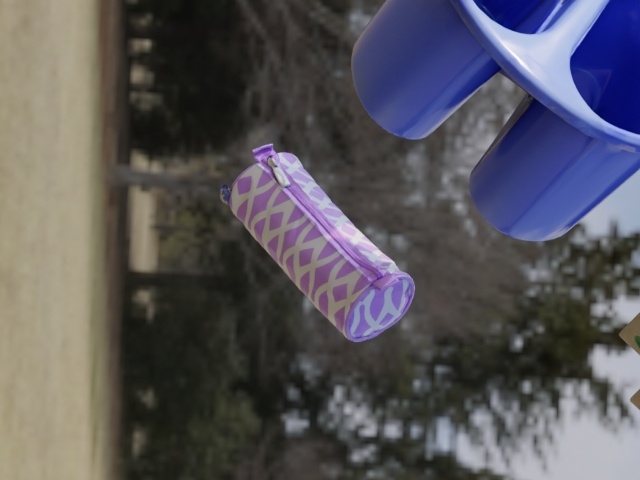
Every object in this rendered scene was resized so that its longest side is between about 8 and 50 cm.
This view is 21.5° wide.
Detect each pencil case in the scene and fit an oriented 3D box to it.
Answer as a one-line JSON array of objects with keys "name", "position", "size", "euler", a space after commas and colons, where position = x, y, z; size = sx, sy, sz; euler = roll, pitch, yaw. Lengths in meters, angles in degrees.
[{"name": "pencil case", "position": [0.000, 0.000, 1.555], "size": [0.206, 0.086, 0.088], "euler": [46, -37, 28]}]

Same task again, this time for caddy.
[{"name": "caddy", "position": [0.178, -0.160, 1.280], "size": [0.179, 0.241, 0.341], "euler": [-46, -177, 34]}]

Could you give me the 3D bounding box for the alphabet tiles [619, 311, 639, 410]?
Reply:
[{"name": "alphabet tiles", "position": [0.470, 0.131, 1.721], "size": [0.011, 0.285, 0.342], "euler": [-35, 166, -45]}]
